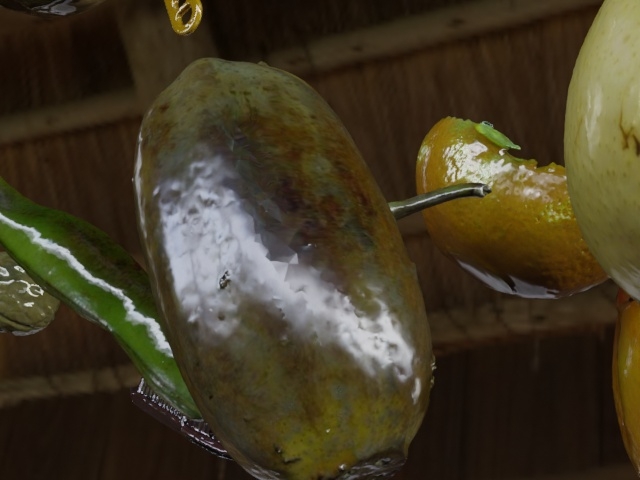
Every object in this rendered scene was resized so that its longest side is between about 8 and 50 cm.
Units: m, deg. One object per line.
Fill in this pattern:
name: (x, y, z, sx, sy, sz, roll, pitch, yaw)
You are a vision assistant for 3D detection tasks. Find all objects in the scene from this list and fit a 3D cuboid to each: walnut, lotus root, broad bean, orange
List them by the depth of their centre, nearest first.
lotus root: (-0.022, 0.013, 0.731, 0.124, 0.241, 0.123, -22, -32, -1)
broad bean: (-0.162, 0.048, 1.203, 0.339, 0.077, 0.061, 41, -44, 12)
walnut: (-0.297, 0.052, 1.453, 0.092, 0.092, 0.092, 5, -33, 4)
orange: (0.269, -0.038, 2.104, 0.334, 0.196, 0.262, 34, -24, 24)

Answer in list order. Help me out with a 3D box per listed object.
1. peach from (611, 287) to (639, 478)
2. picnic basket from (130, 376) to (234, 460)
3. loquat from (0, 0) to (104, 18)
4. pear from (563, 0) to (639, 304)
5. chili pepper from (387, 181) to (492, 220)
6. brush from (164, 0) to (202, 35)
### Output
peach: (0.406, 0.107, 1.195, 0.372, 0.290, 0.373, 20, -52, 28)
picnic basket: (-0.111, 0.198, 2.071, 0.222, 0.129, 0.297, 0, 14, -40)
loquat: (-0.195, -0.279, 1.136, 0.179, 0.227, 0.179, 26, -1, 1)
pear: (0.299, -0.071, 0.886, 0.309, 0.309, 0.309, 5, -33, 4)
chili pepper: (-0.003, -0.001, 1.516, 0.338, 0.134, 0.131, -19, -38, -32)
brush: (-0.168, -0.316, 1.514, 0.013, 0.272, 0.103, 12, -42, -46)
